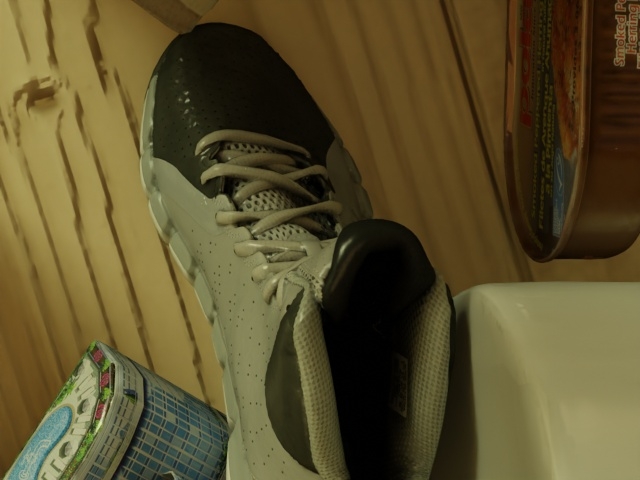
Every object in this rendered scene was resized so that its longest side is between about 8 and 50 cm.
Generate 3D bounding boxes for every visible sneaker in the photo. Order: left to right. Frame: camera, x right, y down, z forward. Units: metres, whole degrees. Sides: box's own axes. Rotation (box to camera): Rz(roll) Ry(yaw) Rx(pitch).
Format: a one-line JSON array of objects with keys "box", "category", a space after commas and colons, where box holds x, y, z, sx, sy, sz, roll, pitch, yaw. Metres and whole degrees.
[{"box": [0.000, 0.000, 0.587, 0.086, 0.132, 0.228, -9, 68, -19], "category": "sneaker"}]

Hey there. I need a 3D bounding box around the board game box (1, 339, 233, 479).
[{"box": [-0.090, 0.146, 0.616, 0.194, 0.060, 0.194, 35, 87, -35], "category": "board game box"}]

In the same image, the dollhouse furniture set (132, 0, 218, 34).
[{"box": [-0.128, -0.286, 0.484, 0.394, 0.362, 0.256, 36, 93, -35], "category": "dollhouse furniture set"}]

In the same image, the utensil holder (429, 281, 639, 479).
[{"box": [0.229, 0.171, 0.556, 0.385, 0.327, 0.327, 3, 95, -6], "category": "utensil holder"}]

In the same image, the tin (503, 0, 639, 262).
[{"box": [0.099, -0.086, 0.637, 0.040, 0.106, 0.189, 0, 96, -13], "category": "tin"}]
